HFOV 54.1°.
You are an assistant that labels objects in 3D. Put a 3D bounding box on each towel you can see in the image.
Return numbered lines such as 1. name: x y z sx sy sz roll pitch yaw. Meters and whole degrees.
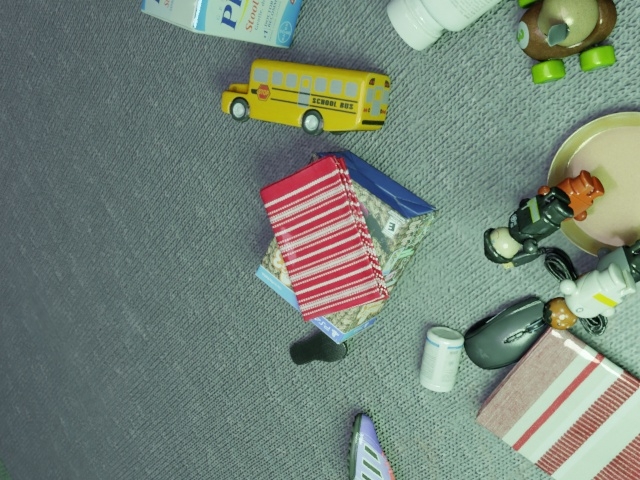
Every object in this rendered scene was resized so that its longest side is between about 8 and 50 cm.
1. towel: 0.000 0.000 1.151 0.199 0.031 0.274 -20 88 34
2. towel: 0.463 0.318 1.058 0.329 0.037 0.237 36 116 10

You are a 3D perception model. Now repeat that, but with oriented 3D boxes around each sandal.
1. sandal: 0.000 0.234 1.367 0.179 0.040 0.067 -22 81 48

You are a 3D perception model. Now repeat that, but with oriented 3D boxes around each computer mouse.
1. computer mouse: 0.344 0.125 1.107 0.262 0.060 0.184 -29 84 33

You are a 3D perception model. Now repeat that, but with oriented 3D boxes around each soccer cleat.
1. soccer cleat: 0.121 0.514 1.312 0.116 0.108 0.318 -3 96 13

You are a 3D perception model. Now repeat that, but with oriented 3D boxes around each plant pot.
1. plant pot: 0.485 -0.084 0.994 0.236 0.032 0.236 7 103 32

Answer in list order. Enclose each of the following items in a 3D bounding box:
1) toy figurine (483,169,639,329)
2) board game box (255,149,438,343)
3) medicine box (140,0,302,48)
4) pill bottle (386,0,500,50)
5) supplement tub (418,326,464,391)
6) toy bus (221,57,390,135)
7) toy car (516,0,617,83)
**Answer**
1. toy figurine: 0.372 0.019 0.943 0.209 0.213 0.148 55 131 9
2. board game box: 0.045 0.007 1.227 0.232 0.141 0.291 37 116 22
3. medicine box: -0.158 -0.520 1.167 0.149 0.289 0.263 29 114 25
4. pill bottle: 0.227 -0.424 1.032 0.229 0.131 0.131 -32 82 36
5. supplement tub: 0.229 0.225 1.193 0.071 0.071 0.107 18 108 29
6. toy bus: -0.037 -0.283 1.244 0.333 0.108 0.130 16 107 29
7. toy car: 0.353 -0.330 0.936 0.149 0.188 0.155 -9 94 33
